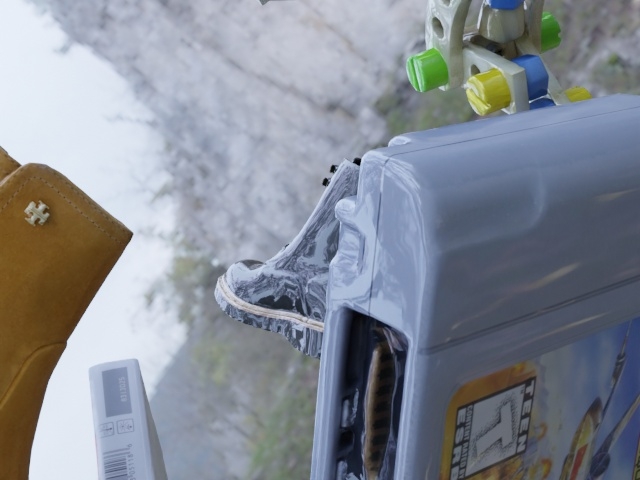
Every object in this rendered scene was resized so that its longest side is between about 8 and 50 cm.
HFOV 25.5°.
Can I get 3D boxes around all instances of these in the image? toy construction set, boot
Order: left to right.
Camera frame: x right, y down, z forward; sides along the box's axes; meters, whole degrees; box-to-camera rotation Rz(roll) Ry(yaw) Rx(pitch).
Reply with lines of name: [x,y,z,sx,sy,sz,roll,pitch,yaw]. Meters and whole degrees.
boot: [-0.170,0.075,0.755,0.211,0.295,0.104,-44,8,-3]
boot: [0.000,0.000,0.971,0.198,0.077,0.137,18,100,55]
toy construction set: [0.073,-0.218,1.051,0.151,0.328,0.215,-33,-44,-27]

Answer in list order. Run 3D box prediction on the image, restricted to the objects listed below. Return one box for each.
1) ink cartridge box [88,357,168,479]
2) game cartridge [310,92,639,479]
ink cartridge box: [-0.134,0.198,1.050,0.179,0.045,0.145,88,171,-45]
game cartridge: [0.079,0.094,0.570,0.198,0.062,0.297,-12,-64,-39]
